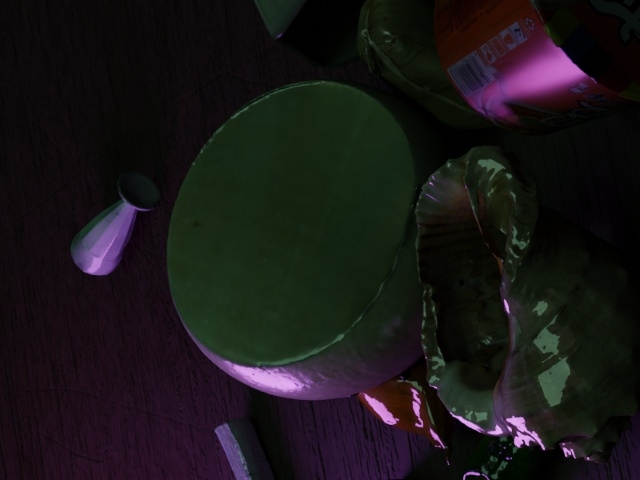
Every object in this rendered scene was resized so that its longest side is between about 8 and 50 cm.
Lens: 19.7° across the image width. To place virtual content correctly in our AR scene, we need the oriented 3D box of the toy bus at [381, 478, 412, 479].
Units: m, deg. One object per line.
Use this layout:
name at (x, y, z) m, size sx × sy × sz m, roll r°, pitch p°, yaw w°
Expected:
toy bus at (0.077, 0.401, 2.093) m, size 0.106 × 0.092 × 0.268 m, roll 20°, pitch 112°, yaw 59°

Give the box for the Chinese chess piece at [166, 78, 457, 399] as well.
Chinese chess piece at (0.000, 0.000, 1.988) m, size 0.349 × 0.146 × 0.349 m, roll -13°, pitch 66°, yaw 31°

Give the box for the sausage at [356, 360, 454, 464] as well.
sausage at (0.065, 0.128, 2.052) m, size 0.328 × 0.112 × 0.112 m, roll 45°, pitch 128°, yaw 37°

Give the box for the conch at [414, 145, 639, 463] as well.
conch at (0.207, 0.065, 1.786) m, size 0.263 × 0.186 × 0.324 m, roll -13°, pitch 87°, yaw 41°

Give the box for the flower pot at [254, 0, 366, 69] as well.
flower pot at (0.023, -0.320, 1.954) m, size 0.209 × 0.239 × 0.190 m, roll -34°, pitch 66°, yaw 18°

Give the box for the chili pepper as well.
chili pepper at (0.187, 0.276, 1.951) m, size 0.100 × 0.074 × 0.257 m, roll 39°, pitch 129°, yaw 38°

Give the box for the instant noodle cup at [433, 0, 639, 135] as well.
instant noodle cup at (0.232, -0.216, 1.694) m, size 0.192 × 0.250 × 0.250 m, roll -28°, pitch 73°, yaw 58°

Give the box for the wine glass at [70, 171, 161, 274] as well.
wine glass at (-0.275, -0.023, 2.490) m, size 0.155 × 0.073 × 0.073 m, roll -48°, pitch 58°, yaw 39°

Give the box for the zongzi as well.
zongzi at (0.151, -0.189, 1.849) m, size 0.197 × 0.194 × 0.099 m, roll -7°, pitch 60°, yaw 48°

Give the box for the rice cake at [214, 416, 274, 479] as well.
rice cake at (-0.069, 0.336, 2.296) m, size 0.042 × 0.045 × 0.245 m, roll -42°, pitch 63°, yaw 43°
